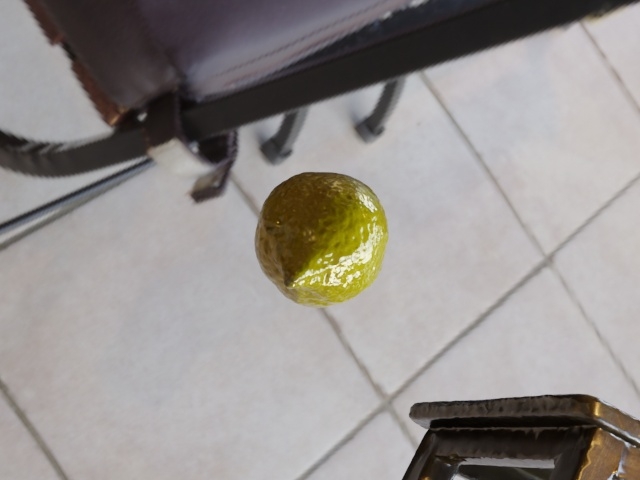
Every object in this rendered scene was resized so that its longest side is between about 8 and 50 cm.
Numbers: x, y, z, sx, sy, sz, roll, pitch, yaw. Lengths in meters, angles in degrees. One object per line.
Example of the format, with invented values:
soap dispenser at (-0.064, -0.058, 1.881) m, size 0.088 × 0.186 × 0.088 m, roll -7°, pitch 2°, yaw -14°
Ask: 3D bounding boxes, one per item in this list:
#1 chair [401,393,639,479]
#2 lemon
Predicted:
chair at (0.179, 0.134, 0.680) m, size 0.241 × 0.203 × 0.416 m, roll 27°, pitch 73°, yaw -14°
lemon at (0.000, 0.000, 0.577) m, size 0.065 × 0.065 × 0.092 m, roll 46°, pitch 24°, yaw -7°
